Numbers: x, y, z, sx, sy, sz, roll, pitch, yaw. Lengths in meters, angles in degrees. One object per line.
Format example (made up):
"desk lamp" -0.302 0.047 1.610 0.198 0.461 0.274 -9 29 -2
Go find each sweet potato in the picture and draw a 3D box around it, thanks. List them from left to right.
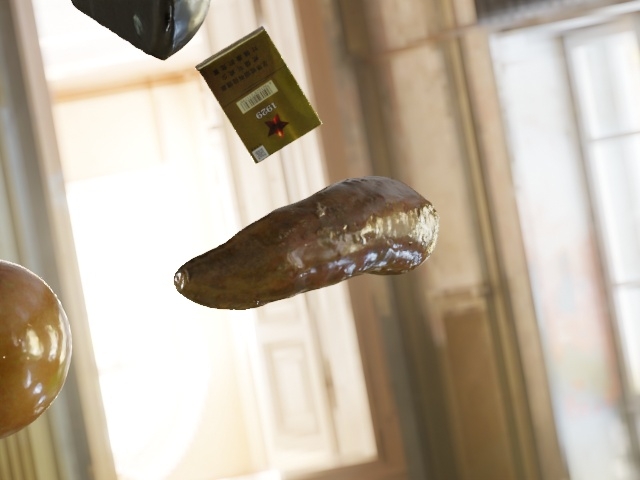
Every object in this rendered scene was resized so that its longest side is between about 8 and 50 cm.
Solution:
"sweet potato" 0.000 -0.001 1.531 0.097 0.097 0.292 -9 -177 45

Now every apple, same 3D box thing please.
"apple" -0.430 0.132 2.200 0.254 0.253 0.253 -10 -179 0

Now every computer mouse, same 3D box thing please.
"computer mouse" -0.173 -0.281 1.756 0.100 0.170 0.269 -17 -151 -24

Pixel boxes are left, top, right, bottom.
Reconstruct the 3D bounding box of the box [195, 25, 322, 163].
"box" -0.069 -0.163 2.030 0.090 0.133 0.023 -32 -158 1
